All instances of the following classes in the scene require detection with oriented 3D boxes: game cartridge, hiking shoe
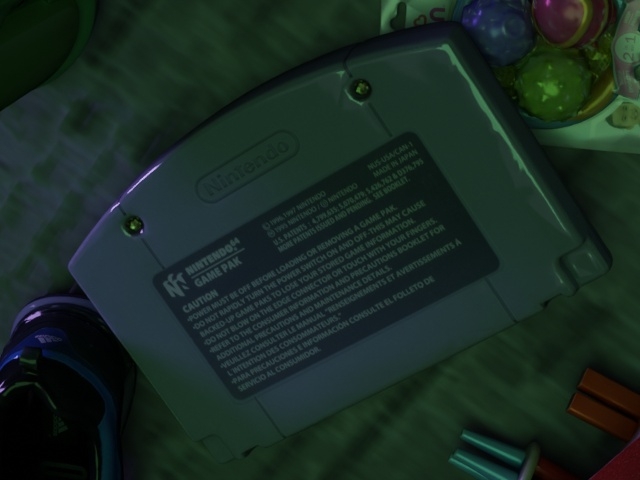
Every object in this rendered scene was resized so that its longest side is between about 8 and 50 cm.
[{"bbox_3d":[0.000,0.000,0.989,0.297,0.062,0.198,-29,98,26],"label":"game cartridge"},{"bbox_3d":[-0.174,0.191,1.056,0.113,0.132,0.304,-2,107,10],"label":"hiking shoe"}]

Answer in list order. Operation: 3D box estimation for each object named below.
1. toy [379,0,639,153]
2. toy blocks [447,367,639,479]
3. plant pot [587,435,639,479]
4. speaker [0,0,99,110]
[{"bbox_3d":[0.149,-0.115,0.947,0.237,0.056,0.137,5,107,8],"label":"toy"},{"bbox_3d":[0.166,0.134,1.024,0.148,0.054,0.123,25,110,1],"label":"toy blocks"},{"bbox_3d":[0.210,0.317,0.911,0.267,0.236,0.267,-40,115,1],"label":"plant pot"},{"bbox_3d":[-0.212,-0.115,0.877,0.131,0.296,0.131,3,108,8],"label":"speaker"}]
